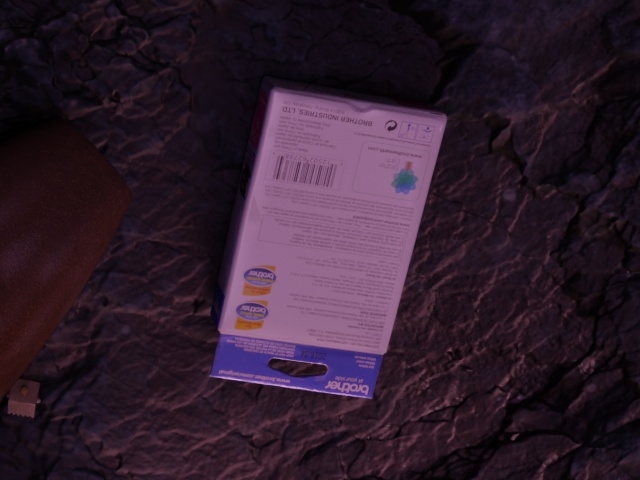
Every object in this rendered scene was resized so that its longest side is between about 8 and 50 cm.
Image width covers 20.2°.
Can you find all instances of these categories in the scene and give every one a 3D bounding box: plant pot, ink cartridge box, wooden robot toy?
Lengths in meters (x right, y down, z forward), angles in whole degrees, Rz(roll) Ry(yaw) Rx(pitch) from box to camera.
[{"bbox_3d":[-0.295,-0.001,1.687,0.230,0.215,0.215,-44,115,-13],"label":"plant pot"},{"bbox_3d":[0.000,0.000,1.823,0.186,0.065,0.311,8,105,-17],"label":"ink cartridge box"},{"bbox_3d":[-0.369,0.164,1.799,0.173,0.076,0.079,-4,146,-13],"label":"wooden robot toy"}]
